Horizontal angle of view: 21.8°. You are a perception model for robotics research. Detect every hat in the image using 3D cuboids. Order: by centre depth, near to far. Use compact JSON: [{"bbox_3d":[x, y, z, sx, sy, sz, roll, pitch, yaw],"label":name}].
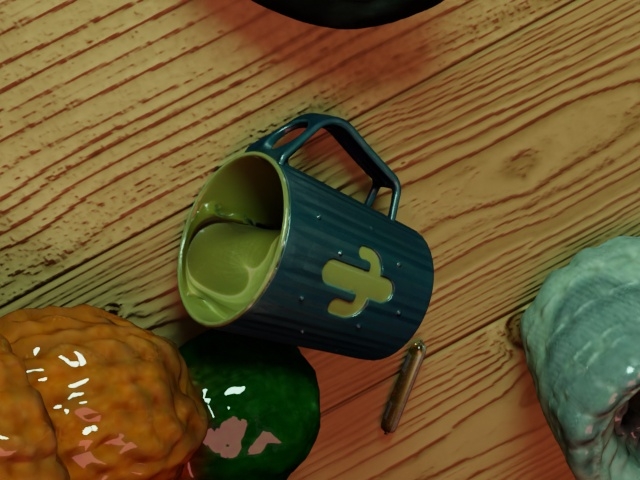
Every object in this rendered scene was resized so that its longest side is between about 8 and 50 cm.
[{"bbox_3d":[-0.173,0.152,1.176,0.400,0.285,0.285,-12,126,-16],"label":"hat"}]

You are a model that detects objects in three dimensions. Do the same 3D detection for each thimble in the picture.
[{"bbox_3d":[0.290,0.112,1.375,0.250,0.172,0.205,17,120,-26],"label":"thimble"}]

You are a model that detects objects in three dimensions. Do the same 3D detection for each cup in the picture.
[{"bbox_3d":[0.000,0.000,1.229,0.155,0.131,0.176,22,88,-36],"label":"cup"}]

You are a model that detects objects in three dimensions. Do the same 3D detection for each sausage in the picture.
[{"bbox_3d":[0.070,0.124,1.395,0.015,0.015,0.100,5,121,-23],"label":"sausage"}]

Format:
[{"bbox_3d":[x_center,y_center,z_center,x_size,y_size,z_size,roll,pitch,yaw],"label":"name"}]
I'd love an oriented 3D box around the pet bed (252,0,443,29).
[{"bbox_3d":[0.014,-0.211,1.078,0.201,0.053,0.201,3,146,2],"label":"pet bed"}]
